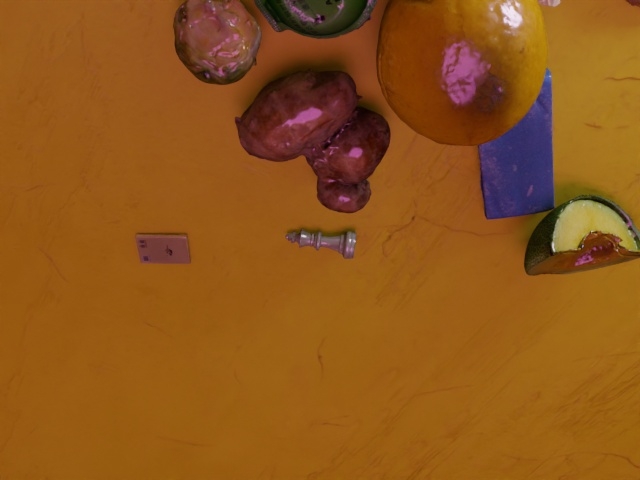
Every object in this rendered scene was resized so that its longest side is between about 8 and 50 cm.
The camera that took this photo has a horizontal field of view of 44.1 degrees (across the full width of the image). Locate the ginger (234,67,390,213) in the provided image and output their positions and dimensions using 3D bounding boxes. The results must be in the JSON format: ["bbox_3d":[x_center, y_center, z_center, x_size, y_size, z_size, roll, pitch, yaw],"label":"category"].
[{"bbox_3d":[0.010,-0.183,1.454,0.244,0.155,0.304,-39,118,25],"label":"ginger"}]

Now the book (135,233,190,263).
[{"bbox_3d":[-0.339,0.018,1.708,0.111,0.014,0.077,0,130,1],"label":"book"}]

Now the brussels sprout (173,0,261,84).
[{"bbox_3d":[-0.177,-0.342,1.358,0.149,0.122,0.152,0,94,-6],"label":"brussels sprout"}]

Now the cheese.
[{"bbox_3d":[0.032,-0.437,1.285,0.320,0.083,0.204,-22,125,29],"label":"cheese"}]

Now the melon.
[{"bbox_3d":[0.509,-0.005,1.614,0.265,0.129,0.169,-1,162,-29],"label":"melon"}]

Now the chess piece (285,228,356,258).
[{"bbox_3d":[0.000,0.000,1.669,0.149,0.059,0.059,10,128,1],"label":"chess piece"}]

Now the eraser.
[{"bbox_3d":[0.376,-0.177,1.525,0.144,0.043,0.312,-8,128,8],"label":"eraser"}]

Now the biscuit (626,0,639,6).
[{"bbox_3d":[0.584,-0.475,1.287,0.219,0.033,0.220,-2,134,-2],"label":"biscuit"}]

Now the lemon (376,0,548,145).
[{"bbox_3d":[0.226,-0.302,1.283,0.297,0.297,0.297,0,128,0],"label":"lemon"}]

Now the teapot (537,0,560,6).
[{"bbox_3d":[0.368,-0.489,1.263,0.107,0.077,0.200,22,128,9],"label":"teapot"}]
